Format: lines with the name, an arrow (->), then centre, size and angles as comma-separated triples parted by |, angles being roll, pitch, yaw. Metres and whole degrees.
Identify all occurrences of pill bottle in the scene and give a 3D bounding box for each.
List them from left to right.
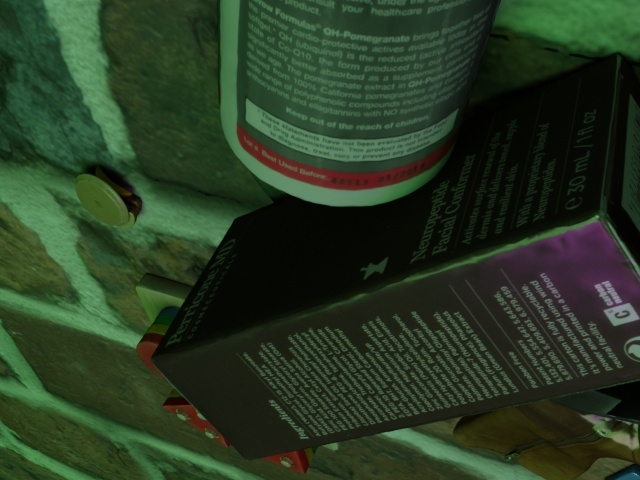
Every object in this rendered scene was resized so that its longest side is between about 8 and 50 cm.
pill bottle -> 0.027, -0.182, 0.510 | 0.176, 0.176, 0.318 | 24, 144, 12

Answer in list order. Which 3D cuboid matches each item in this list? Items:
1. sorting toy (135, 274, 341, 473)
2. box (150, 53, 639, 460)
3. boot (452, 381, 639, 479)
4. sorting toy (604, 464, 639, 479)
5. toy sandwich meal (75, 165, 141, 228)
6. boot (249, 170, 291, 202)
sorting toy -> -0.117, 0.187, 1.136 | 0.256, 0.089, 0.257 | 14, 141, 24
box -> 0.072, 0.027, 0.658 | 0.381, 0.191, 0.143 | -23, 118, 35
boot -> 0.288, 0.213, 0.860 | 0.264, 0.096, 0.280 | 21, 149, 2
sorting toy -> 0.463, 0.362, 0.939 | 0.348, 0.047, 0.196 | 40, 144, -11
toy sandwich meal -> -0.246, -0.050, 1.006 | 0.086, 0.029, 0.085 | 24, 143, 20
boot -> 0.000, -0.001, 0.835 | 0.190, 0.076, 0.208 | -28, 121, 36
